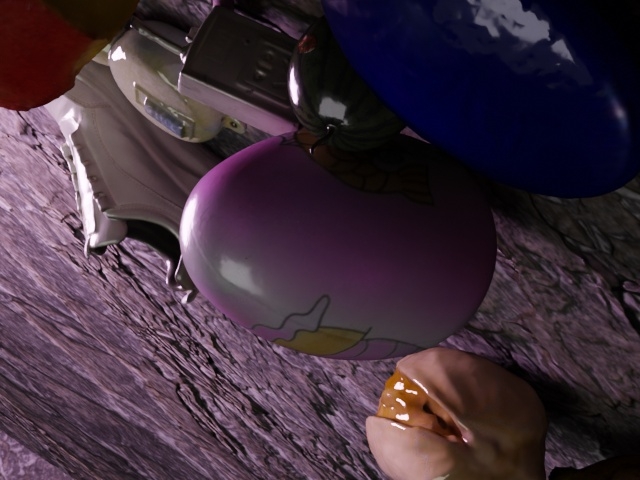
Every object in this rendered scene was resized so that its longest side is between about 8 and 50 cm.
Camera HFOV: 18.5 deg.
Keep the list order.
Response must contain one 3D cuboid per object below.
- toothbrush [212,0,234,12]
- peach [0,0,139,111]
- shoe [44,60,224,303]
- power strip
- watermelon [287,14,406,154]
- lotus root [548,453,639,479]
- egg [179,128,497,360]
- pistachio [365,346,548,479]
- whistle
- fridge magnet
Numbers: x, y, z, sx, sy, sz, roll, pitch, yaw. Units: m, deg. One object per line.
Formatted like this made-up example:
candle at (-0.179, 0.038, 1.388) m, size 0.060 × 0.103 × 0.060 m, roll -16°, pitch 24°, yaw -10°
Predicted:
toothbrush at (-0.075, -0.244, 1.533) m, size 0.025 × 0.020 × 0.286 m, roll 40°, pitch 159°, yaw 13°
peach at (-0.272, -0.260, 1.519) m, size 0.306 × 0.242 × 0.380 m, roll 11°, pitch 147°, yaw 41°
shoe at (-0.201, -0.059, 1.924) m, size 0.316 × 0.159 × 0.124 m, roll 38°, pitch 160°, yaw -7°
power strip at (-0.075, -0.145, 1.613) m, size 0.175 × 0.075 × 0.042 m, roll 23°, pitch 159°, yaw 1°
watermelon at (0.022, -0.113, 1.488) m, size 0.105 × 0.133 × 0.105 m, roll 19°, pitch 149°, yaw 12°
lotus root at (0.314, 0.271, 1.806) m, size 0.260 × 0.128 × 0.145 m, roll 25°, pitch 165°, yaw 33°
egg at (0.016, 0.005, 1.578) m, size 0.196 × 0.271 × 0.196 m, roll 14°, pitch 109°, yaw 48°
pistachio at (0.129, 0.182, 1.901) m, size 0.157 × 0.157 × 0.229 m, roll 49°, pitch 167°, yaw -25°
whistle at (-0.173, -0.168, 1.782) m, size 0.258 × 0.067 × 0.126 m, roll 36°, pitch 158°, yaw 11°
fridge magnet at (0.114, -0.130, 1.332) m, size 0.265 × 0.112 × 0.265 m, roll 33°, pitch 158°, yaw 15°
